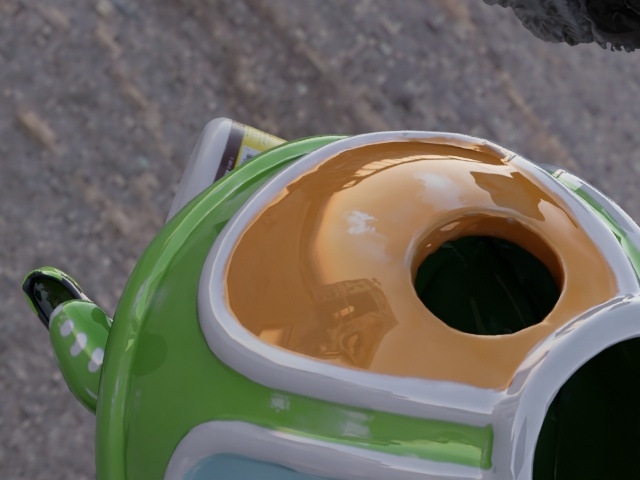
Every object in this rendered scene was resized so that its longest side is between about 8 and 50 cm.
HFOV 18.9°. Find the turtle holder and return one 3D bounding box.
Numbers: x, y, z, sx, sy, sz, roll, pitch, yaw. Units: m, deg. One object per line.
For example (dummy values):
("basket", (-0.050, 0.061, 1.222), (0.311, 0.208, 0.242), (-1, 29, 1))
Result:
("turtle holder", (0.052, 0.117, 0.749), (0.243, 0.227, 0.320), (-5, 95, -35))

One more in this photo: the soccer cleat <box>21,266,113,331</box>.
("soccer cleat", (-0.188, 0.092, 1.635), (0.179, 0.060, 0.072), (43, 2, 7))

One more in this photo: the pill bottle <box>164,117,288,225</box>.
("pill bottle", (0.000, 0.000, 1.388), (0.215, 0.117, 0.117), (22, 29, -8))

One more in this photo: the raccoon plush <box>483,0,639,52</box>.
("raccoon plush", (0.168, -0.337, 1.234), (0.446, 0.216, 0.299), (38, 70, -15))
